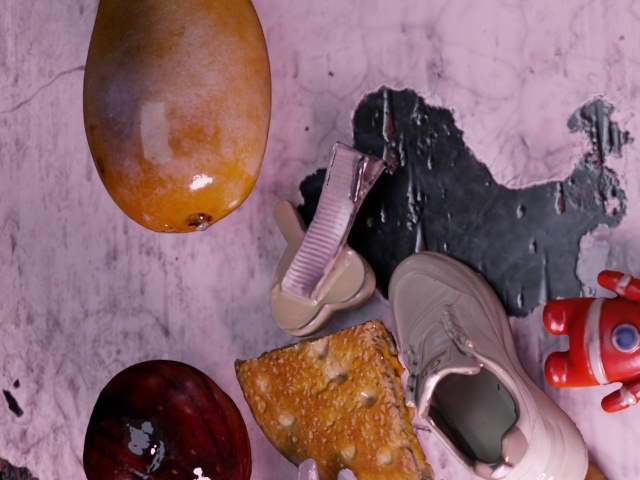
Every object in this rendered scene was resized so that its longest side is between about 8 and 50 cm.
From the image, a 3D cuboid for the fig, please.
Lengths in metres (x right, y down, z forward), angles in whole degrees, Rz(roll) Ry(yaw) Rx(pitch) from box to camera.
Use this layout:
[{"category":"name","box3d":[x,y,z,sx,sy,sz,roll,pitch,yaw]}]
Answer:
[{"category":"fig","box3d":[-0.143,0.253,1.782,0.186,0.204,0.249,-36,55,-21]}]

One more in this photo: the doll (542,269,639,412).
[{"category":"doll","box3d":[0.333,0.097,1.586,0.245,0.076,0.142,-4,84,36]}]

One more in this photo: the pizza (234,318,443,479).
[{"category":"pizza","box3d":[0.029,0.171,1.774,0.292,0.058,0.197,26,101,30]}]

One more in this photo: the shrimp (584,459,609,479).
[{"category":"shrimp","box3d":[0.250,0.362,1.613,0.185,0.068,0.287,16,92,30]}]

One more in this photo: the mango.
[{"category":"mango","box3d":[-0.168,-0.189,1.850,0.221,0.199,0.384,-20,74,28]}]

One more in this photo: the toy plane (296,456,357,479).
[{"category":"toy plane","box3d":[-0.008,0.378,1.763,0.212,0.088,0.267,49,122,13]}]

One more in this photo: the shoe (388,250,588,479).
[{"category":"shoe","box3d":[0.136,0.132,1.643,0.124,0.159,0.316,-48,58,19]}]

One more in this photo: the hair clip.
[{"category":"hair clip","box3d":[-0.001,0.000,1.805,0.159,0.071,0.218,21,90,38]}]
